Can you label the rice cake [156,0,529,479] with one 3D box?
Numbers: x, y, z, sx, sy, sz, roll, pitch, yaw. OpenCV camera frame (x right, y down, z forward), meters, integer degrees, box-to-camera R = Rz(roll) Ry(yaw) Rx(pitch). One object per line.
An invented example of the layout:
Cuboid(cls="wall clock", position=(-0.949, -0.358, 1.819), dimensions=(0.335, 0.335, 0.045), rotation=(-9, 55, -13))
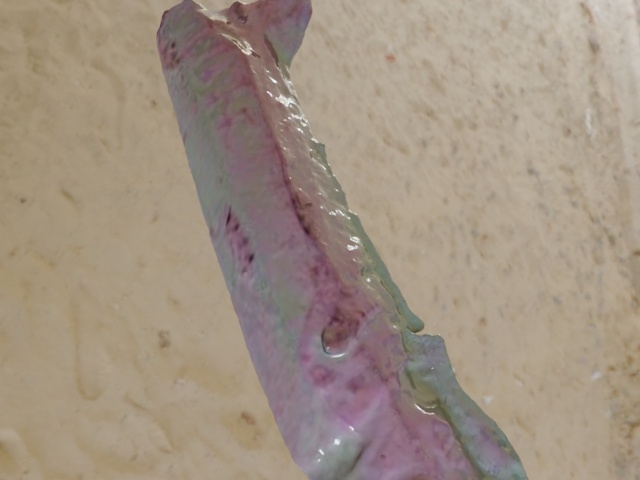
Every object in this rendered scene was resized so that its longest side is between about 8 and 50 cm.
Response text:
Cuboid(cls="rice cake", position=(-0.002, 0.002, 0.352), dimensions=(0.051, 0.081, 0.290), rotation=(41, 25, -60))
